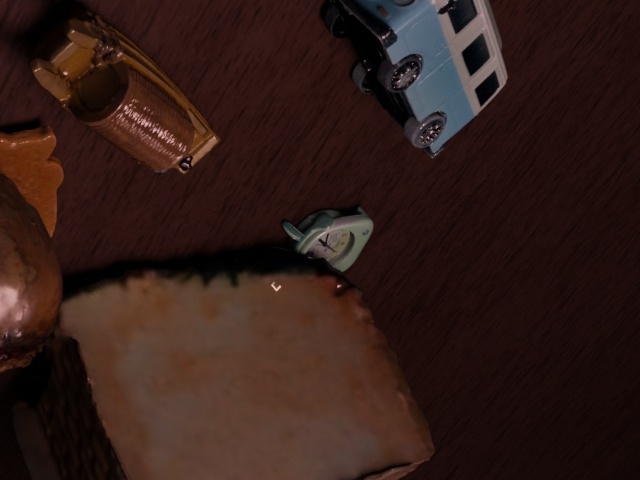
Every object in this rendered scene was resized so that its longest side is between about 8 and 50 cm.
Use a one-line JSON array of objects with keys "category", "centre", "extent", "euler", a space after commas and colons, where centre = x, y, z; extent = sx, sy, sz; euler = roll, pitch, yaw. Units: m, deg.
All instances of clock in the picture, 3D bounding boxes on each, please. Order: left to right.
[{"category": "clock", "centre": [0.000, 0.000, 1.931], "extent": [0.135, 0.041, 0.101], "euler": [-1, 135, -40]}]

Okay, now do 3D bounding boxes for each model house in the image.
[{"category": "model house", "centre": [-0.159, 0.277, 1.875], "extent": [0.445, 0.395, 0.400], "euler": [-13, 153, -37]}]

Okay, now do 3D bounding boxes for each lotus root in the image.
[{"category": "lotus root", "centre": [-0.390, 0.065, 1.508], "extent": [0.272, 0.192, 0.272], "euler": [-23, 155, -11]}]

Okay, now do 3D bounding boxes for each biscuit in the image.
[{"category": "biscuit", "centre": [-0.344, -0.055, 1.551], "extent": [0.162, 0.035, 0.250], "euler": [-25, 146, -4]}]

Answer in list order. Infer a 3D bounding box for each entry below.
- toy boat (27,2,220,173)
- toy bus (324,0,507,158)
[{"category": "toy boat", "centre": [-0.197, -0.140, 1.501], "extent": [0.089, 0.115, 0.310], "euler": [-39, 148, 6]}, {"category": "toy bus", "centre": [0.115, -0.234, 1.651], "extent": [0.165, 0.133, 0.271], "euler": [-39, 150, -3]}]
